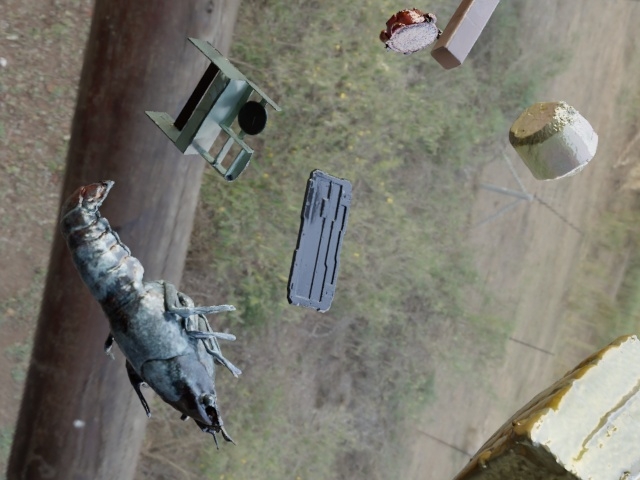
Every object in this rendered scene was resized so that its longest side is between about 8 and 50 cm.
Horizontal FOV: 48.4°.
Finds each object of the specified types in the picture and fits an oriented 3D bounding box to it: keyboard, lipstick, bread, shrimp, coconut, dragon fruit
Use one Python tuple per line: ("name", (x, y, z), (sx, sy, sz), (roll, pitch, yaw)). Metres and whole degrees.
("keyboard", (0.000, 0.000, 1.343), (0.106, 0.016, 0.262), (17, 78, -30))
("lipstick", (0.232, -0.343, 1.133), (0.045, 0.045, 0.145), (38, 72, -22))
("bread", (0.233, 0.233, 0.747), (0.239, 0.111, 0.246), (-22, 154, -42))
("shrimp", (-0.239, 0.107, 1.011), (0.410, 0.221, 0.166), (52, 27, -8))
("coconut", (0.369, -0.151, 1.116), (0.122, 0.116, 0.116), (43, 66, -23))
("dragon fruit", (0.182, -0.441, 1.471), (0.112, 0.126, 0.068), (37, 38, -64))

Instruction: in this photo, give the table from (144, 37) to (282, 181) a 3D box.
("table", (-0.169, -0.200, 1.110), (0.146, 0.175, 0.062), (-52, 163, 24))
